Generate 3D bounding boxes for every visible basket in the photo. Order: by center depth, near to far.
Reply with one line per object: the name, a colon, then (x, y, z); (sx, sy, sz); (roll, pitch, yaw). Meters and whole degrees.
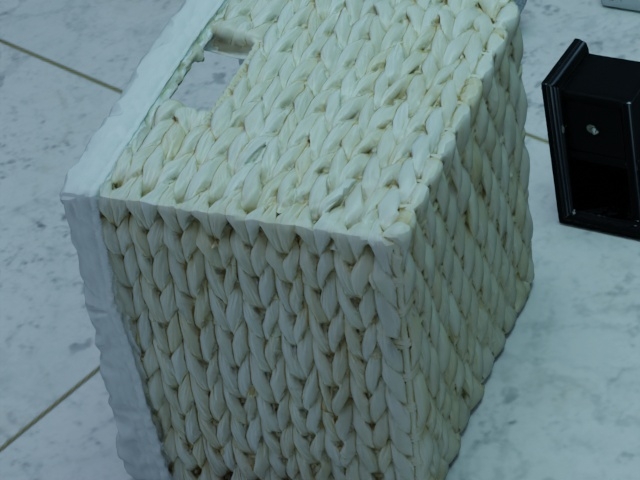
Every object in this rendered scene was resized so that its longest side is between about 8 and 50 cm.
basket: (0.000, 0.000, 1.546); (0.266, 0.331, 0.328); (11, 45, 19)

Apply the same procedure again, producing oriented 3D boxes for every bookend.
bookend: (0.283, -0.080, 1.685); (0.157, 0.156, 0.072); (14, 46, 28)

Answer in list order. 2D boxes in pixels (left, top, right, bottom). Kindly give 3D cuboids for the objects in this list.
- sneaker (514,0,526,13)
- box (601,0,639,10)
sneaker: (0.070, -0.257, 2.002); (0.269, 0.101, 0.153); (-15, 41, 3)
box: (0.474, -0.297, 1.972); (0.322, 0.058, 0.232); (14, 47, 29)
